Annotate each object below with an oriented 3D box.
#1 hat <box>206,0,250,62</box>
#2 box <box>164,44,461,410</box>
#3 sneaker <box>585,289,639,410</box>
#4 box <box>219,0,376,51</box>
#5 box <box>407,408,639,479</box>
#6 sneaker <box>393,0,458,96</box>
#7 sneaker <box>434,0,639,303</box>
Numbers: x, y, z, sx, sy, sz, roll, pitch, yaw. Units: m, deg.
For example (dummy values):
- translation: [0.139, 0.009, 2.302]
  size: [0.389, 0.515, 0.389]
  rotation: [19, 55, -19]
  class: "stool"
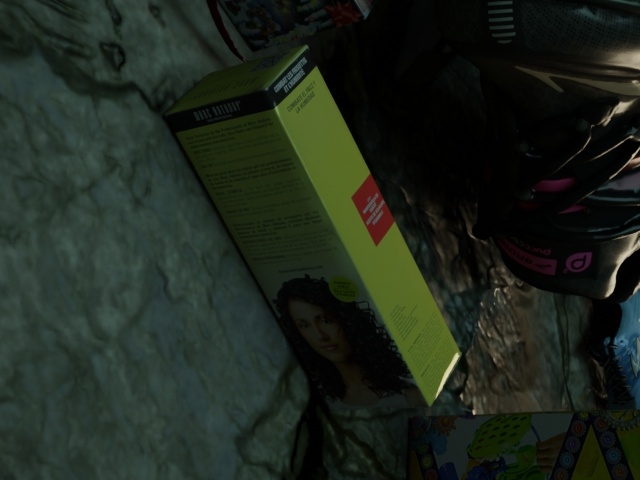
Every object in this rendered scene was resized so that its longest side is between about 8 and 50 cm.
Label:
- translation: [-0.114, -0.225, 0.671]
  size: [0.183, 0.173, 0.208]
  rotation: [12, 87, -84]
  class: "hat"
- translation: [0.000, 0.000, 0.741]
  size: [0.058, 0.087, 0.232]
  rotation: [-49, 119, -43]
  class: "box"
- translation: [0.265, 0.111, 1.077]
  size: [0.073, 0.063, 0.162]
  rotation: [10, 69, -33]
  class: "sneaker"
- translation: [-0.038, -0.183, 0.722]
  size: [0.137, 0.094, 0.027]
  rotation: [54, 46, -29]
  class: "box"
- translation: [0.256, 0.225, 0.858]
  size: [0.290, 0.279, 0.177]
  rotation: [20, 68, -48]
  class: "box"
- translation: [0.085, -0.206, 0.912]
  size: [0.098, 0.083, 0.223]
  rotation: [35, 56, -7]
  class: "sneaker"
- translation: [0.199, -0.065, 0.869]
  size: [0.483, 0.185, 0.202]
  rotation: [35, 72, -59]
  class: "sneaker"
